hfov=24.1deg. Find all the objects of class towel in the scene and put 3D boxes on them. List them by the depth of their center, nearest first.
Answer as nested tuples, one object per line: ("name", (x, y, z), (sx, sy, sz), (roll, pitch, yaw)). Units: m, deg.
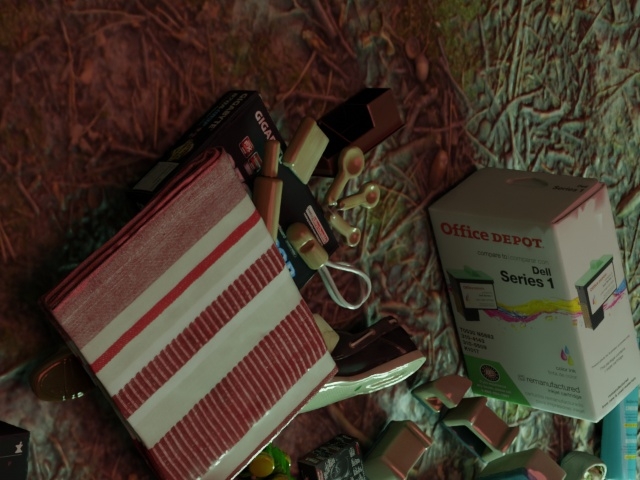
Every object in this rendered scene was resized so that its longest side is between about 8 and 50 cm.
("towel", (-0.121, 0.097, 1.515), (0.237, 0.037, 0.329), (-43, 131, -20))

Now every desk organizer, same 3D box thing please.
("desk organizer", (0.033, -0.124, 1.708), (0.130, 0.047, 0.050), (-37, 119, -35))

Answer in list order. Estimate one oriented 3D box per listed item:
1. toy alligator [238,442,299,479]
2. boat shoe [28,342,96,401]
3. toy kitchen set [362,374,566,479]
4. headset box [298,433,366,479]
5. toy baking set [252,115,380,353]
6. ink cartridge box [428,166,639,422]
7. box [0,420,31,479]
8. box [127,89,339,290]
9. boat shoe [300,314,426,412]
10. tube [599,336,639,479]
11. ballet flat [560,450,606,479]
("toy alligator", (-0.080, 0.233, 1.656), (0.051, 0.056, 0.190), (-30, 118, 12))
("boat shoe", (-0.236, 0.119, 1.481), (0.135, 0.045, 0.050), (-23, 119, -43))
("toy kitchen set", (0.162, 0.289, 1.858), (0.207, 0.122, 0.166), (44, 64, -7))
("headset box", (0.012, 0.274, 1.760), (0.083, 0.032, 0.062), (-27, 114, -38))
("toy baking set", (-0.005, -0.002, 1.627), (0.196, 0.030, 0.256), (9, 90, -45))
("ink cartridge box", (0.267, 0.064, 1.859), (0.117, 0.201, 0.278), (-34, 119, -36))
("box", (-0.392, 0.258, 1.310), (0.261, 0.103, 0.184), (-1, 100, -44))
("box", (-0.088, -0.022, 1.600), (0.175, 0.051, 0.220), (-47, 126, -29))
("boat shoe", (0.011, 0.144, 1.725), (0.233, 0.084, 0.079), (-15, 69, -36))
("tube", (0.434, 0.242, 2.168), (0.080, 0.052, 0.207), (8, 85, -55))
("ballet flat", (0.351, 0.401, 2.091), (0.072, 0.068, 0.213), (17, 85, -45))
